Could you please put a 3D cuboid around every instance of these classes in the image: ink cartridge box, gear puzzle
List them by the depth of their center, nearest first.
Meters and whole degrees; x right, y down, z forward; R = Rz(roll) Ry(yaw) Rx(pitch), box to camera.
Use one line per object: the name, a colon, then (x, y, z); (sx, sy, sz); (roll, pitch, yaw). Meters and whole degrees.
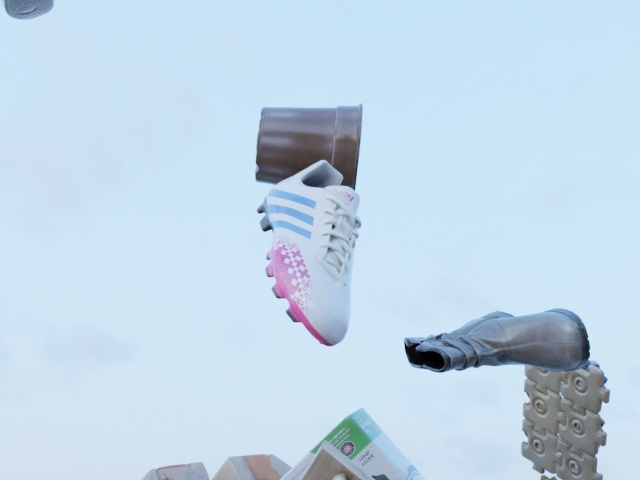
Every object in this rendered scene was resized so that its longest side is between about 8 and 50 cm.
ink cartridge box: (0.066, 0.365, 1.393); (0.153, 0.208, 0.087); (-46, -12, 10)
gear puzzle: (0.413, 0.330, 1.663); (0.044, 0.339, 0.175); (-18, 27, -33)

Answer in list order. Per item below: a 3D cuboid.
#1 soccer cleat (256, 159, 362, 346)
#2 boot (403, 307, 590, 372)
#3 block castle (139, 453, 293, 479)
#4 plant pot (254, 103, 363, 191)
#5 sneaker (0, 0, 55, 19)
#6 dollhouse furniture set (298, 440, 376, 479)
soccer cleat: (0.000, 0.000, 1.352); (0.143, 0.331, 0.116); (-37, -54, 13)
boot: (0.223, 0.146, 1.305); (0.161, 0.083, 0.246); (-13, 2, -25)
block castle: (-0.138, 0.496, 1.412); (0.453, 0.303, 0.213); (4, -48, -44)
plant pot: (-0.020, -0.149, 1.626); (0.165, 0.167, 0.167); (5, -23, -2)
sneaker: (-0.557, -0.501, 1.774); (0.094, 0.151, 0.256); (-21, -13, 1)
dollhouse furniture set: (0.001, 0.273, 0.753); (0.144, 0.151, 0.123); (37, -46, 11)
